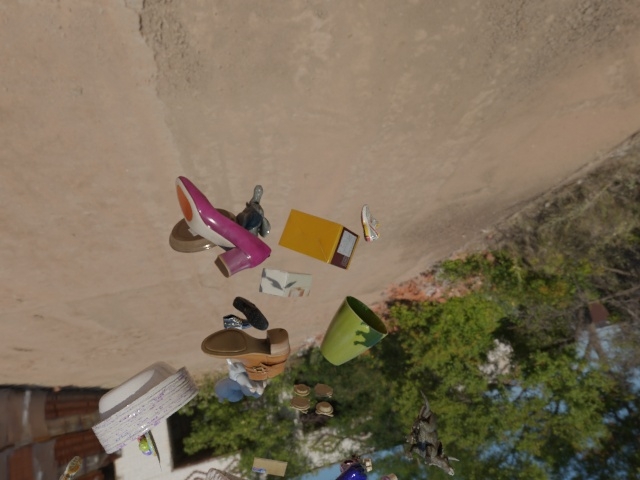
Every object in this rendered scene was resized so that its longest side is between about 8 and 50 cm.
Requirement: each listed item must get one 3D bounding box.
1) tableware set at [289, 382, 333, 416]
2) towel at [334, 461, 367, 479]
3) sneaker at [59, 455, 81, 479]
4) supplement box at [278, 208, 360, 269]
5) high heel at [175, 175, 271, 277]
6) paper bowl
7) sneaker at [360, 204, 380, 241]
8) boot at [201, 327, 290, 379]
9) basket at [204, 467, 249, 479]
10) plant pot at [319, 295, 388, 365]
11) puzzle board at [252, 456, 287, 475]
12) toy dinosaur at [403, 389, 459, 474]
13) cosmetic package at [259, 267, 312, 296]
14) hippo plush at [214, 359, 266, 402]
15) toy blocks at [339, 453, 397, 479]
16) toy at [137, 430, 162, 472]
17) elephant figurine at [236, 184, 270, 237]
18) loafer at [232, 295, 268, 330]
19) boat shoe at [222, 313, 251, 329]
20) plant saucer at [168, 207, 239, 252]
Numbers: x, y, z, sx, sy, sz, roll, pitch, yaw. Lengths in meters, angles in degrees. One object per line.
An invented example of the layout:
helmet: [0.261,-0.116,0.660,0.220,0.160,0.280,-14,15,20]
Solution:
tableware set: [-0.027,0.519,1.391,0.141,0.019,0.168,10,-166,-2]
towel: [0.048,0.985,1.604,0.308,0.076,0.227,-43,154,-8]
sneaker: [-0.636,0.586,1.059,0.037,0.083,0.032,-29,117,21]
supplement box: [0.000,0.000,1.421,0.192,0.128,0.194,19,177,25]
high heel: [-0.325,-0.066,1.396,0.181,0.376,0.127,-29,179,-37]
paper bowl: [-0.511,0.460,1.217,0.285,0.148,0.284,-32,178,-1]
sneaker: [0.277,-0.098,2.350,0.093,0.225,0.088,-8,157,-2]
boot: [-0.241,0.383,1.396,0.284,0.109,0.220,-7,136,-16]
basket: [-0.339,1.186,1.788,0.332,0.266,0.328,6,149,42]
plant pot: [0.140,0.477,2.118,0.293,0.275,0.275,-50,152,11]
puzzle board: [-0.199,0.880,1.642,0.128,0.011,0.096,11,123,-3]
toy dinosaur: [0.368,0.678,1.486,0.121,0.313,0.160,-20,172,33]
cosmetic package: [-0.175,0.222,2.202,0.153,0.129,0.296,9,177,25]
hippo plush: [-0.463,0.802,2.309,0.236,0.234,0.294,-46,130,10]
toy blocks: [0.154,1.101,1.731,0.260,0.308,0.289,-1,169,-39]
toy: [-0.645,0.727,1.551,0.056,0.236,0.137,-15,-171,-23]
elephant figurine: [-0.287,-0.074,1.720,0.239,0.186,0.169,-50,171,29]
loafer: [-0.301,0.323,1.880,0.078,0.223,0.076,19,103,-57]
boat shoe: [-0.487,0.479,2.503,0.184,0.083,0.065,-8,-155,-7]
plant saucer: [-0.457,-0.049,1.640,0.278,0.277,0.041,-14,125,-3]
